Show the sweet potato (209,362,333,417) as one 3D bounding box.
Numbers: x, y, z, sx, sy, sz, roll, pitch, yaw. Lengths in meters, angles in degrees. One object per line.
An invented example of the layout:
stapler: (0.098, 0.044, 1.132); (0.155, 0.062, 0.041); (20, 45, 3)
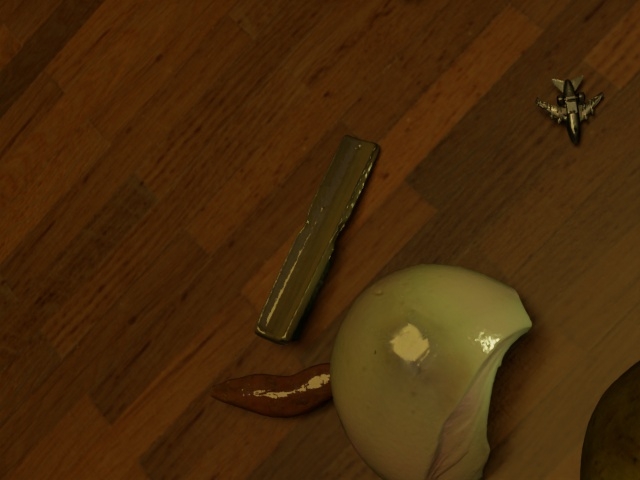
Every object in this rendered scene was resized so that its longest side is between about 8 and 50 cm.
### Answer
sweet potato: (-0.037, 0.184, 1.249); (0.202, 0.058, 0.055); (-9, 50, 13)

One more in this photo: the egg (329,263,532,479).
egg: (0.105, 0.137, 1.127); (0.206, 0.162, 0.271); (18, 80, 13)

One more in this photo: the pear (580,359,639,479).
pear: (0.398, 0.210, 0.924); (0.304, 0.304, 0.304); (-6, 74, 22)

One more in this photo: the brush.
brush: (0.000, 0.000, 1.289); (0.054, 0.048, 0.282); (19, 77, 24)

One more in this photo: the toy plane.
toy plane: (0.294, -0.154, 1.211); (0.079, 0.031, 0.083); (-6, 71, 8)
